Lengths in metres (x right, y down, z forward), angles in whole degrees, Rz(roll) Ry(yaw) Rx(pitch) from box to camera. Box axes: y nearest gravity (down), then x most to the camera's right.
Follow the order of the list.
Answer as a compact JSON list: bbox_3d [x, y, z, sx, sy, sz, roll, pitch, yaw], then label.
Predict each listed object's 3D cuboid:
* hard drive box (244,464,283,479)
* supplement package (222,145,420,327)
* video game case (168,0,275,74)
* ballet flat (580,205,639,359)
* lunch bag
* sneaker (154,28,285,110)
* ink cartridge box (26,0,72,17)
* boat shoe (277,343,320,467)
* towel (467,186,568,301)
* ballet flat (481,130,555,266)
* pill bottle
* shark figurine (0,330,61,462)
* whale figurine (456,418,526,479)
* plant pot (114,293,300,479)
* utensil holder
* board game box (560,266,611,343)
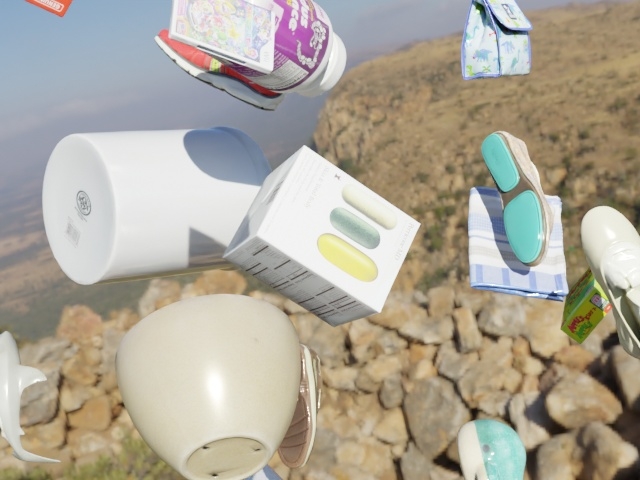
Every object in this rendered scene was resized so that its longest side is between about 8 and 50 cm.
[{"bbox_3d":[-0.187,0.641,2.265,0.181,0.089,0.232,22,5,-39],"label":"hard drive box"},{"bbox_3d":[0.000,0.000,1.608,0.199,0.262,0.198,-63,15,-23],"label":"supplement package"},{"bbox_3d":[-0.107,-0.241,0.971,0.122,0.087,0.011,16,-32,-26],"label":"video game case"},{"bbox_3d":[0.441,0.067,1.223,0.086,0.249,0.086,-25,17,8],"label":"ballet flat"},{"bbox_3d":[0.317,-0.369,1.566,0.096,0.151,0.128,0,9,37],"label":"lunch bag"},{"bbox_3d":[-0.188,-0.355,1.708,0.278,0.118,0.107,27,5,1],"label":"sneaker"},{"bbox_3d":[-0.467,-0.502,1.408,0.275,0.239,0.060,17,24,-47],"label":"ink cartridge box"},{"bbox_3d":[-0.033,0.351,1.852,0.095,0.258,0.095,-2,-10,31],"label":"boat shoe"},{"bbox_3d":[0.418,-0.001,1.849,0.209,0.034,0.285,8,49,1],"label":"towel"},{"bbox_3d":[0.428,-0.089,1.799,0.106,0.316,0.107,9,-31,-37],"label":"ballet flat"},{"bbox_3d":[-0.083,-0.342,1.431,0.169,0.169,0.301,-6,-13,30],"label":"pill bottle"},{"bbox_3d":[-0.576,0.303,1.675,0.116,0.279,0.166,-14,-7,-3],"label":"shark figurine"},{"bbox_3d":[0.381,0.512,1.847,0.141,0.272,0.216,-16,-24,7],"label":"whale figurine"},{"bbox_3d":[-0.152,0.244,1.286,0.283,0.284,0.191,-14,48,-5],"label":"plant pot"},{"bbox_3d":[-0.341,-0.079,1.842,0.385,0.328,0.327,-6,4,-44],"label":"utensil holder"},{"bbox_3d":[0.460,0.100,1.489,0.043,0.092,0.181,35,23,7],"label":"board game box"}]
